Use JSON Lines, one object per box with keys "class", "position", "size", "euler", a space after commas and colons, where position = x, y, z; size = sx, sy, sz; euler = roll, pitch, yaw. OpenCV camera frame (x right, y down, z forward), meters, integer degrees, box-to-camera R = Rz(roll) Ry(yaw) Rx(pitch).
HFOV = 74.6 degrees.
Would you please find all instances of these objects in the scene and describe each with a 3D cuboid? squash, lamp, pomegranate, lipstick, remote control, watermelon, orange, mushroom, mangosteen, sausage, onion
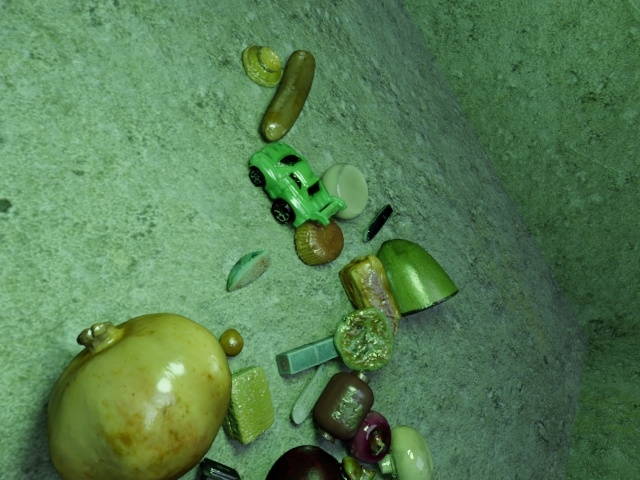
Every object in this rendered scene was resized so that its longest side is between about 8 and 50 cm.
{"class": "squash", "position": [0.378, 0.127, 1.770], "size": [0.310, 0.310, 0.309], "euler": [-17, 84, -43]}
{"class": "lamp", "position": [0.085, 0.559, 1.430], "size": [0.180, 0.180, 0.258], "euler": [44, 70, -21]}
{"class": "pomegranate", "position": [-0.398, 0.341, 0.953], "size": [0.411, 0.411, 0.412], "euler": [15, 66, -37]}
{"class": "lipstick", "position": [-0.017, 0.395, 1.478], "size": [0.289, 0.076, 0.078], "euler": [-7, 81, -42]}
{"class": "remote control", "position": [-0.039, 0.524, 1.441], "size": [0.229, 0.044, 0.073], "euler": [-50, 125, -47]}
{"class": "watermelon", "position": [-0.242, 0.099, 1.390], "size": [0.180, 0.081, 0.094], "euler": [-32, 114, -27]}
{"class": "orange", "position": [-0.272, 0.313, 1.286], "size": [0.084, 0.085, 0.085], "euler": [15, 66, -37]}
{"class": "lamp", "position": [-0.277, 0.724, 1.064], "size": [0.124, 0.203, 0.284], "euler": [13, 70, -18]}
{"class": "mushroom", "position": [0.306, 0.814, 1.555], "size": [0.202, 0.246, 0.247], "euler": [-5, 75, 1]}
{"class": "mangosteen", "position": [0.000, 0.741, 1.201], "size": [0.346, 0.307, 0.307], "euler": [-12, 82, -2]}
{"class": "sausage", "position": [-0.121, -0.570, 1.674], "size": [0.136, 0.123, 0.501], "euler": [72, 31, -56]}
{"class": "onion", "position": [0.175, 0.699, 1.500], "size": [0.177, 0.153, 0.178], "euler": [31, 46, -38]}

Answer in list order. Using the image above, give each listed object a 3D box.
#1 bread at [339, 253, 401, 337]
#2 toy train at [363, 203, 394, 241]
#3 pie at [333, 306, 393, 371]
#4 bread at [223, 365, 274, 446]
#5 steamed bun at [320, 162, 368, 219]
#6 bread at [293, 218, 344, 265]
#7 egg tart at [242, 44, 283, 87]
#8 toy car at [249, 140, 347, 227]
{"class": "bread", "position": [0.207, 0.229, 1.658], "size": [0.148, 0.195, 0.344], "euler": [-23, 91, -23]}
{"class": "toy train", "position": [0.248, -0.073, 1.894], "size": [0.252, 0.048, 0.055], "euler": [-47, 112, -34]}
{"class": "pie", "position": [0.162, 0.353, 1.509], "size": [0.240, 0.054, 0.241], "euler": [1, 87, -15]}
{"class": "bread", "position": [-0.225, 0.482, 1.249], "size": [0.138, 0.102, 0.197], "euler": [-16, 90, -41]}
{"class": "steamed bun", "position": [0.082, -0.196, 1.718], "size": [0.231, 0.145, 0.232], "euler": [10, 77, -47]}
{"class": "bread", "position": [0.000, -0.001, 1.609], "size": [0.199, 0.104, 0.199], "euler": [16, 66, -38]}
{"class": "egg tart", "position": [-0.219, -0.705, 1.676], "size": [0.191, 0.074, 0.192], "euler": [18, 62, -37]}
{"class": "toy car", "position": [-0.088, -0.205, 1.541], "size": [0.213, 0.176, 0.359], "euler": [-40, 98, -43]}
